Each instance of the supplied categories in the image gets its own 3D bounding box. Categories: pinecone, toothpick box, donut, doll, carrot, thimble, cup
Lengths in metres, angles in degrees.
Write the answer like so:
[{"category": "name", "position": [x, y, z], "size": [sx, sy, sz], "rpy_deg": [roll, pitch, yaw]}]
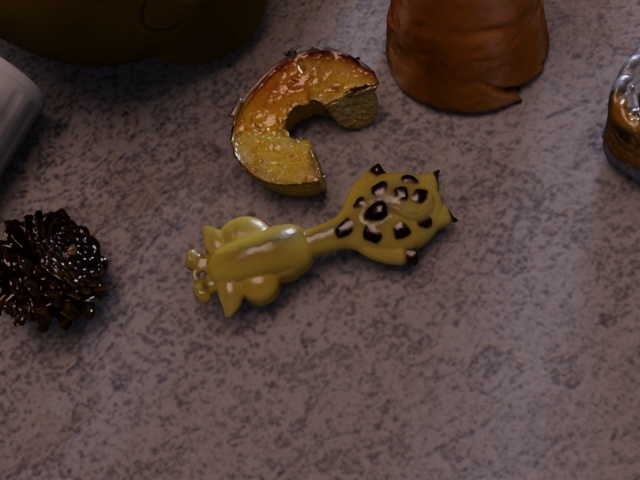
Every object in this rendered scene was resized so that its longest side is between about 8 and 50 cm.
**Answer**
[{"category": "pinecone", "position": [-0.302, 0.036, 1.346], "size": [0.121, 0.140, 0.140], "rpy_deg": [-29, 60, 22]}, {"category": "toothpick box", "position": [-0.268, -0.410, 1.398], "size": [0.409, 0.409, 0.425], "rpy_deg": [-44, 70, -10]}, {"category": "donut", "position": [-0.022, -0.132, 1.394], "size": [0.146, 0.078, 0.181], "rpy_deg": [23, 75, 25]}, {"category": "doll", "position": [0.000, 0.000, 1.319], "size": [0.291, 0.086, 0.117], "rpy_deg": [-19, 69, -1]}, {"category": "carrot", "position": [0.151, -0.282, 1.332], "size": [0.196, 0.254, 0.196], "rpy_deg": [-5, 60, 8]}, {"category": "thimble", "position": [0.369, -0.136, 1.287], "size": [0.151, 0.118, 0.127], "rpy_deg": [-45, 64, -12]}, {"category": "cup", "position": [-0.445, -0.113, 1.453], "size": [0.167, 0.221, 0.202], "rpy_deg": [29, 73, -13]}]
